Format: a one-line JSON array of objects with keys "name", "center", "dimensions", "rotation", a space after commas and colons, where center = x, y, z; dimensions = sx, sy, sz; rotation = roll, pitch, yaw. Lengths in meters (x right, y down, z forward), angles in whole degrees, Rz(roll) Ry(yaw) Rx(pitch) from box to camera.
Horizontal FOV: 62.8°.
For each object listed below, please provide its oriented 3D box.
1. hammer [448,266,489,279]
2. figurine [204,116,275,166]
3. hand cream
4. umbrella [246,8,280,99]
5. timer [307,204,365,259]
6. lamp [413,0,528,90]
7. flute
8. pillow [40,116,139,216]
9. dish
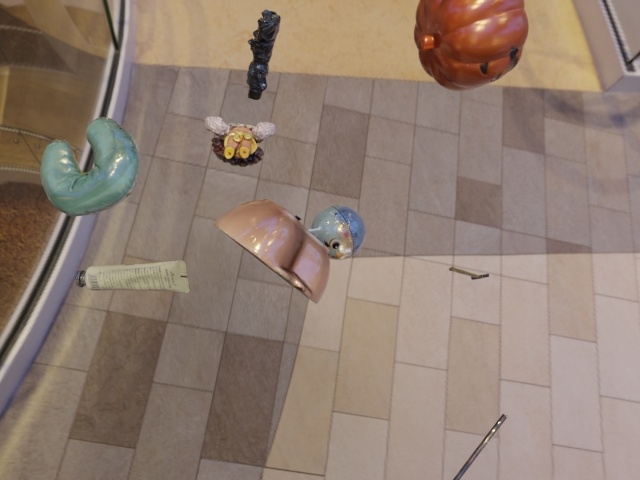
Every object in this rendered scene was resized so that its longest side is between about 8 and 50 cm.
[{"name": "hammer", "center": [0.465, 0.103, 1.661], "dimensions": [0.199, 0.062, 0.013], "rotation": [15, 66, -47]}, {"name": "figurine", "center": [-0.206, -0.246, 1.332], "dimensions": [0.175, 0.240, 0.115], "rotation": [5, 96, -7]}, {"name": "hand cream", "center": [-0.390, 0.077, 1.092], "dimensions": [0.234, 0.080, 0.050], "rotation": [-1, 30, 4]}, {"name": "umbrella", "center": [-0.154, -0.464, 1.326], "dimensions": [0.071, 0.224, 0.080], "rotation": [16, 41, -3]}, {"name": "timer", "center": [0.021, 0.004, 1.466], "dimensions": [0.175, 0.175, 0.255], "rotation": [42, 55, 6]}, {"name": "lamp", "center": [0.233, -0.337, 0.852], "dimensions": [0.164, 0.187, 0.187], "rotation": [-19, 74, -12]}, {"name": "flute", "center": [0.345, 0.502, 1.199], "dimensions": [0.014, 0.014, 0.269], "rotation": [43, 75, 7]}, {"name": "pillow", "center": [-0.512, -0.163, 1.166], "dimensions": [0.233, 0.086, 0.214], "rotation": [-26, 77, 10]}, {"name": "dish", "center": [-0.063, 0.004, 0.849], "dimensions": [0.213, 0.213, 0.090], "rotation": [37, 83, 4]}]
